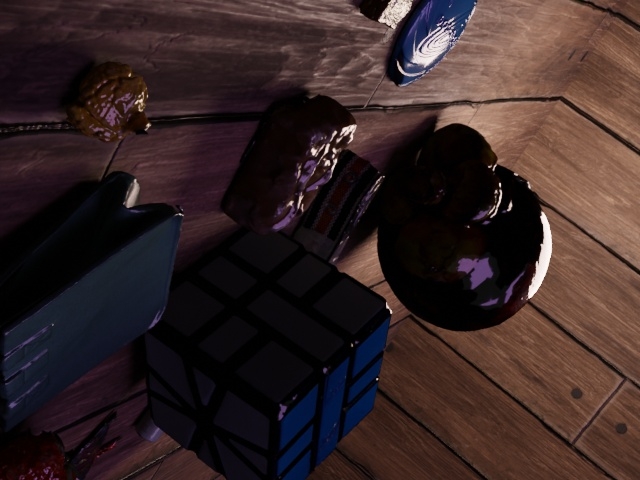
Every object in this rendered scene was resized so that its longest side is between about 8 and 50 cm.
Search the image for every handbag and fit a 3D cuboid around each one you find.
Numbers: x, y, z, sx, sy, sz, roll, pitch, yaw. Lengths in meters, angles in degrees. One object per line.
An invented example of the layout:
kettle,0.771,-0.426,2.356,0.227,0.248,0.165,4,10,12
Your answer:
handbag,-0.291,0.066,1.160,0.274,0.100,0.269,-41,165,-30

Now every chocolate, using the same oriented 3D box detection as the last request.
chocolate,-0.044,-0.103,1.460,0.148,0.093,0.214,-26,151,-53

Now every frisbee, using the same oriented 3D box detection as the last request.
frisbee,0.205,-0.355,1.682,0.242,0.045,0.242,-45,161,-20

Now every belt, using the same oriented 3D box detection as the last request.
belt,0.000,0.000,1.803,0.126,0.094,0.359,-27,150,-53

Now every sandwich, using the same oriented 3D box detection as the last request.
sandwich,0.107,-0.355,1.423,0.105,0.035,0.093,-59,162,20

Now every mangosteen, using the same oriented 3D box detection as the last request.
mangosteen,0.286,-0.020,2.129,0.381,0.421,0.381,-31,-157,15

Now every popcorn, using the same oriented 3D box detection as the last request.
popcorn,-0.202,-0.129,0.997,0.084,0.084,0.084,-46,163,-18

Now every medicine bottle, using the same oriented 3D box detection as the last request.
medicine bottle,-0.288,0.314,1.783,0.083,0.047,0.047,-53,164,2

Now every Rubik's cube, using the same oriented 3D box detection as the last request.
Rubik's cube,-0.089,0.192,1.568,0.283,0.293,0.288,-43,151,-36

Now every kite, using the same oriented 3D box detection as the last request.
kite,-0.397,0.374,1.685,0.189,0.009,0.232,-27,152,-58

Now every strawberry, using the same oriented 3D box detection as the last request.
strawberry,-0.406,0.332,1.369,0.148,0.131,0.131,-49,166,-37
